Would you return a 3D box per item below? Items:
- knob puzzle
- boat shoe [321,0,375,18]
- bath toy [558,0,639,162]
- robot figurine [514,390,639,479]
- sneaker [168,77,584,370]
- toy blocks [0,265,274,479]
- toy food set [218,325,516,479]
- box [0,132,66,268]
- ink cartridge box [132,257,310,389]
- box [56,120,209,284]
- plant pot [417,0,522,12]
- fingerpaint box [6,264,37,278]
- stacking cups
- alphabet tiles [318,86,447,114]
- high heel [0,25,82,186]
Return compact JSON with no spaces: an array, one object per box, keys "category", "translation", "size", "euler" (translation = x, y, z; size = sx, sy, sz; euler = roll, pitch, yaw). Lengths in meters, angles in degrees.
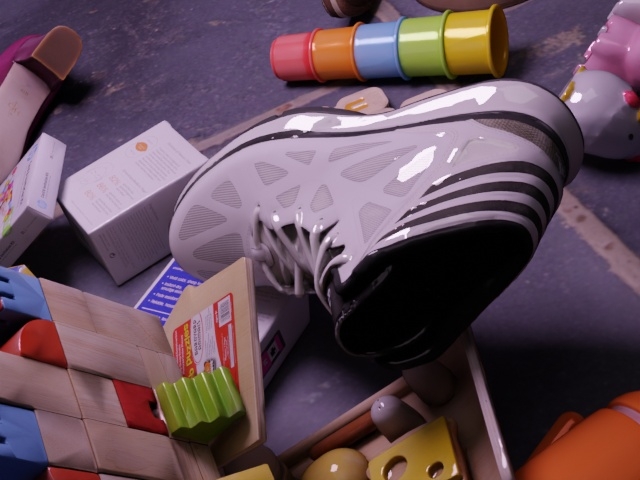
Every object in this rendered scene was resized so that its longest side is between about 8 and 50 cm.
[{"category":"knob puzzle","translation":[-0.106,0.131,1.065],"size":[0.213,0.030,0.213],"euler":[-21,63,49]},{"category":"boat shoe","translation":[0.036,-0.402,1.732],"size":[0.095,0.095,0.257],"euler":[-13,32,29]},{"category":"bath toy","translation":[0.386,-0.219,1.357],"size":[0.129,0.151,0.348],"euler":[35,57,4]},{"category":"robot figurine","translation":[0.236,0.204,0.932],"size":[0.219,0.158,0.128],"euler":[-32,86,-14]},{"category":"sneaker","translation":[0.000,-0.001,1.048],"size":[0.448,0.169,0.257],"euler":[-14,27,32]},{"category":"toy blocks","translation":[-0.206,0.167,0.902],"size":[0.191,0.261,0.381],"euler":[-41,53,20]},{"category":"toy food set","translation":[0.018,0.199,0.977],"size":[0.306,0.092,0.219],"euler":[-36,31,18]},{"category":"box","translation":[-0.384,-0.023,1.426],"size":[0.186,0.038,0.145],"euler":[-42,32,29]},{"category":"ink cartridge box","translation":[-0.138,0.122,1.221],"size":[0.176,0.069,0.371],"euler":[10,51,32]},{"category":"box","translation":[-0.219,-0.049,1.423],"size":[0.171,0.091,0.130],"euler":[-33,41,-14]},{"category":"plant pot","translation":[0.232,-0.437,1.667],"size":[0.238,0.109,0.237],"euler":[-11,40,9]},{"category":"fingerpaint box","translation":[-0.443,0.262,1.061],"size":[0.371,0.163,0.444],"euler":[-12,41,26]},{"category":"stacking cups","translation":[0.086,-0.260,1.538],"size":[0.316,0.096,0.096],"euler":[3,45,25]},{"category":"alphabet tiles","translation":[0.054,-0.093,1.419],"size":[0.278,0.021,0.284],"euler":[-22,40,-4]},{"category":"high heel","translation":[-0.488,-0.153,1.670],"size":[0.377,0.127,0.181],"euler":[-52,21,-27]}]
